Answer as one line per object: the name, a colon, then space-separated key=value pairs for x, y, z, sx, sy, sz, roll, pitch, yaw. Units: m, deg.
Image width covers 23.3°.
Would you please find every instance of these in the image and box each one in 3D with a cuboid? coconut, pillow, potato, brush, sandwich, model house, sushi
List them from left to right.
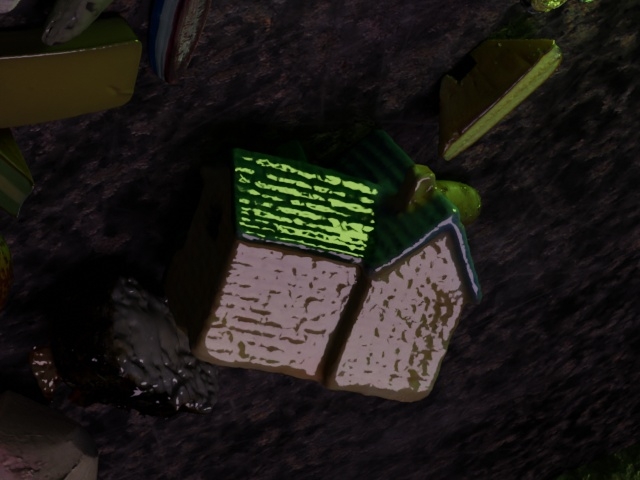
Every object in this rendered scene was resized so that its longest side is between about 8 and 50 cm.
sandwich: x=-0.417 y=-0.089 z=1.930 sx=0.074 sy=0.116 sz=0.074 roll=-1 pitch=138 yaw=-40
coconut: x=-0.489 y=0.388 z=2.414 sx=0.309 sy=0.297 sz=0.297 roll=-34 pitch=149 yaw=-1
brush: x=-0.322 y=-0.207 z=1.897 sx=0.197 sy=0.059 sz=0.123 roll=-12 pitch=148 yaw=-26
pillow: x=-0.241 y=-0.320 z=1.800 sx=0.241 sy=0.051 sz=0.093 roll=-51 pitch=172 yaw=27
sushi: x=-0.288 y=0.178 z=2.337 sx=0.182 sy=0.196 sz=0.343 roll=-25 pitch=151 yaw=24
model house: x=0.000 y=0.000 z=2.261 sx=0.382 sy=0.334 sz=0.343 roll=9 pitch=114 yaw=-26
potato: x=0.190 y=-0.049 z=2.527 sx=0.188 sy=0.085 sz=0.105 roll=-6 pitch=144 yaw=-41
sandwich: x=0.250 y=-0.228 z=2.321 sx=0.244 sy=0.088 sz=0.090 roll=-43 pitch=155 yaw=15

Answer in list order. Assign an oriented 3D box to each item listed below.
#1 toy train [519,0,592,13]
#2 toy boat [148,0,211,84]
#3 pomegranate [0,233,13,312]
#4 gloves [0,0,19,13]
toy train: x=0.326 y=-0.422 z=2.060 sx=0.177 sy=0.134 sz=0.261 roll=-27 pitch=151 yaw=-22
toy boat: x=-0.171 y=-0.280 z=1.936 sx=0.080 sy=0.046 sz=0.229 roll=-11 pitch=143 yaw=-33
pomegranate: x=-0.499 y=0.036 z=1.939 sx=0.214 sy=0.214 sz=0.248 roll=-30 pitch=171 yaw=0
gloves: x=-0.360 y=-0.298 z=1.673 sx=0.140 sy=0.131 sz=0.219 roll=14 pitch=119 yaw=-46
